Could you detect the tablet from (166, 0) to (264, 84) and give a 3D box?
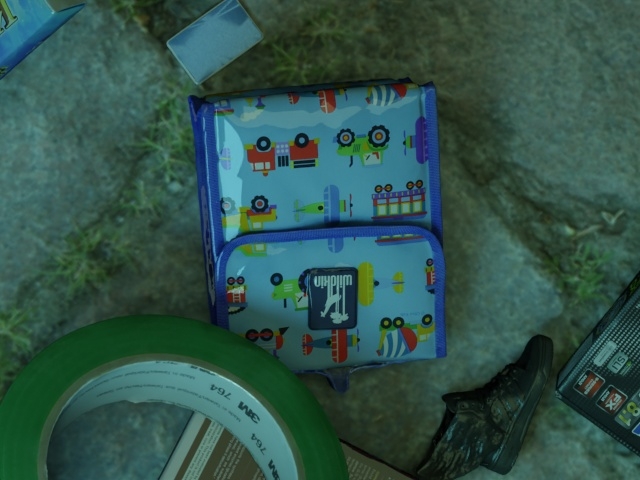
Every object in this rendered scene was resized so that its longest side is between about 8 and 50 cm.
[{"bbox_3d":[-0.103,-0.197,1.915,0.083,0.006,0.054,-36,89,-6],"label":"tablet"}]

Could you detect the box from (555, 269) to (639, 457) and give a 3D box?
[{"bbox_3d":[0.388,0.100,1.855,0.216,0.060,0.270,37,108,-1],"label":"box"}]

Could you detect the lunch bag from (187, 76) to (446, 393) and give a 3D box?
[{"bbox_3d":[0.000,0.000,1.863,0.221,0.138,0.293,-6,98,-8],"label":"lunch bag"}]

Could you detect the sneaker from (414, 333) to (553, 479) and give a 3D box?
[{"bbox_3d":[0.159,0.161,1.887,0.089,0.051,0.170,20,89,-7],"label":"sneaker"}]

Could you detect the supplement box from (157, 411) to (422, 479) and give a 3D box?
[{"bbox_3d":[-0.026,0.238,1.859,0.239,0.073,0.130,28,85,-1],"label":"supplement box"}]

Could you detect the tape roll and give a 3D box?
[{"bbox_3d":[-0.135,0.219,1.702,0.321,0.077,0.321,10,53,-13],"label":"tape roll"}]

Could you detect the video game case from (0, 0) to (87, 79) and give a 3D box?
[{"bbox_3d":[-0.383,-0.238,1.801,0.269,0.061,0.244,-36,90,30],"label":"video game case"}]
